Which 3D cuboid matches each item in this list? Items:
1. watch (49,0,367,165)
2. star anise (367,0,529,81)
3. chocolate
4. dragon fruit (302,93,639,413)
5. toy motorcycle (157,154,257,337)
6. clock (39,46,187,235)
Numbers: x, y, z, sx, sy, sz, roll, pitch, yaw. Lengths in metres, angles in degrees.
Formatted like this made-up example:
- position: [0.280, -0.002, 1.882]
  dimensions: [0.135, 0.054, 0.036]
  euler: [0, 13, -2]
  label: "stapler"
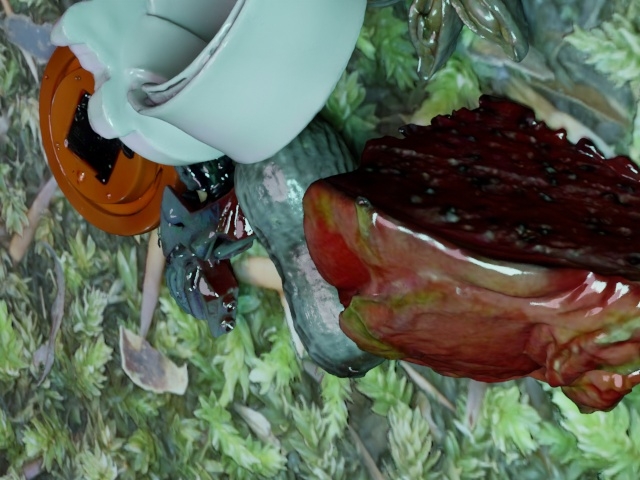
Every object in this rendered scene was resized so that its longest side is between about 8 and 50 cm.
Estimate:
- position: [-0.084, -0.194, 1.499]
  dimensions: [0.231, 0.196, 0.244]
  euler: [-24, 47, 50]
  label: "watch"
- position: [0.115, -0.216, 1.453]
  dimensions: [0.172, 0.063, 0.208]
  euler: [37, 123, 25]
  label: "star anise"
- position: [0.000, 0.000, 1.602]
  dimensions: [0.110, 0.110, 0.248]
  euler: [-23, 92, 46]
  label: "chocolate"
- position: [0.161, 0.070, 1.372]
  dimensions: [0.329, 0.286, 0.228]
  euler: [28, 118, 25]
  label: "dragon fruit"
- position: [-0.091, 0.000, 1.712]
  dimensions: [0.122, 0.082, 0.213]
  euler: [40, 140, 33]
  label: "toy motorcycle"
- position: [-0.201, -0.104, 1.800]
  dimensions: [0.205, 0.051, 0.205]
  euler: [16, 114, 41]
  label: "clock"
